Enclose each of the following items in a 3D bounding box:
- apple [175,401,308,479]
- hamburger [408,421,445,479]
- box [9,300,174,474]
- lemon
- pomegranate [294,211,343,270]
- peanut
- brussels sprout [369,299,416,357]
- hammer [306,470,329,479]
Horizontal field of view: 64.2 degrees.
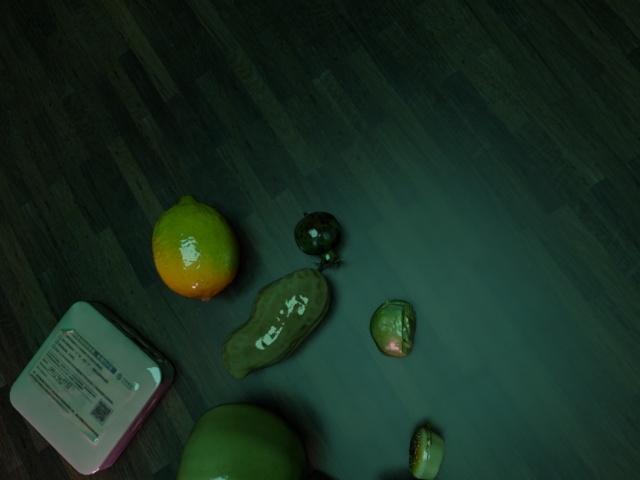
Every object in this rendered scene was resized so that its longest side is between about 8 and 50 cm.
[{"bbox_3d":[-0.199,0.603,1.317,0.358,0.357,0.357,-2,81,11],"label":"apple"},{"bbox_3d":[0.273,0.549,1.333,0.082,0.126,0.141,20,90,3],"label":"hamburger"},{"bbox_3d":[-0.695,0.435,1.553,0.396,0.111,0.396,37,89,13],"label":"box"},{"bbox_3d":[-0.361,0.021,1.479,0.245,0.245,0.319,-16,81,9],"label":"lemon"},{"bbox_3d":[-0.007,0.000,1.465,0.149,0.148,0.169,-11,78,10],"label":"pomegranate"},{"bbox_3d":[-0.131,0.232,1.439,0.387,0.169,0.192,-47,70,2],"label":"peanut"},{"bbox_3d":[0.191,0.239,1.390,0.122,0.149,0.151,-9,40,25],"label":"brussels sprout"},{"bbox_3d":[0.128,0.740,1.335,0.409,0.095,0.242,24,50,28],"label":"hammer"}]
